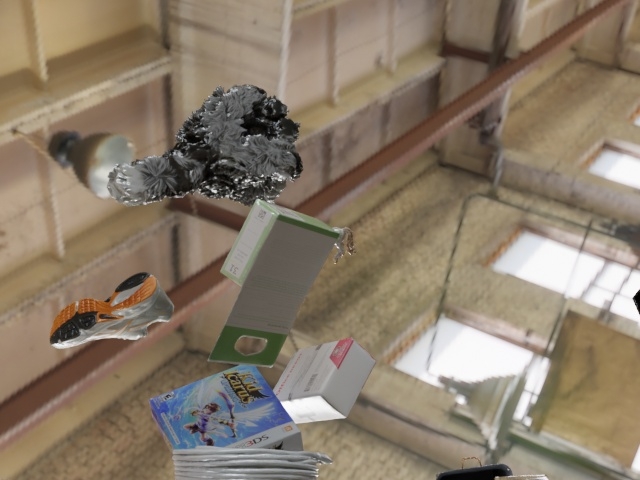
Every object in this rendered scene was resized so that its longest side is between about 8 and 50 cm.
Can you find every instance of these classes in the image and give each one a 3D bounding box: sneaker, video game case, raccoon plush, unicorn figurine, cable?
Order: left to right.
[{"bbox_3d":[-0.408,0.166,2.043,0.121,0.262,0.099,53,-159,-42],"label":"sneaker"},{"bbox_3d":[-0.238,-0.140,2.051,0.446,0.216,0.299,-12,-20,-25],"label":"raccoon plush"},{"bbox_3d":[-0.201,0.383,2.166,0.244,0.269,0.061,-18,-56,-19],"label":"video game case"},{"bbox_3d":[-0.132,0.410,1.821,0.257,0.257,0.089,31,-120,-66],"label":"cable"},{"bbox_3d":[0.000,0.000,2.370,0.162,0.060,0.111,-13,-60,-21],"label":"unicorn figurine"}]

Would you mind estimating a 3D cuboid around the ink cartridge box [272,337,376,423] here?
[{"bbox_3d":[0.001,0.314,2.300,0.092,0.218,0.158,44,-122,-20],"label":"ink cartridge box"}]

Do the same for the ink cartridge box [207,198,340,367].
[{"bbox_3d":[-0.081,0.068,1.524,0.171,0.056,0.235,17,-77,-57],"label":"ink cartridge box"}]

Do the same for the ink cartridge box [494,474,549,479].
[{"bbox_3d":[0.307,0.464,1.494,0.193,0.088,0.235,33,-130,-79],"label":"ink cartridge box"}]

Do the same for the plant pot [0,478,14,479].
[{"bbox_3d":[-0.505,0.424,1.393,0.256,0.274,0.257,-6,-82,-49],"label":"plant pot"}]

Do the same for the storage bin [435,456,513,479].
[{"bbox_3d":[0.261,0.427,1.811,0.091,0.135,0.098,131,132,-83],"label":"storage bin"}]

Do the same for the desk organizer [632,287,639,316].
[{"bbox_3d":[0.397,0.099,1.154,0.130,0.050,0.047,-96,27,-49],"label":"desk organizer"}]
